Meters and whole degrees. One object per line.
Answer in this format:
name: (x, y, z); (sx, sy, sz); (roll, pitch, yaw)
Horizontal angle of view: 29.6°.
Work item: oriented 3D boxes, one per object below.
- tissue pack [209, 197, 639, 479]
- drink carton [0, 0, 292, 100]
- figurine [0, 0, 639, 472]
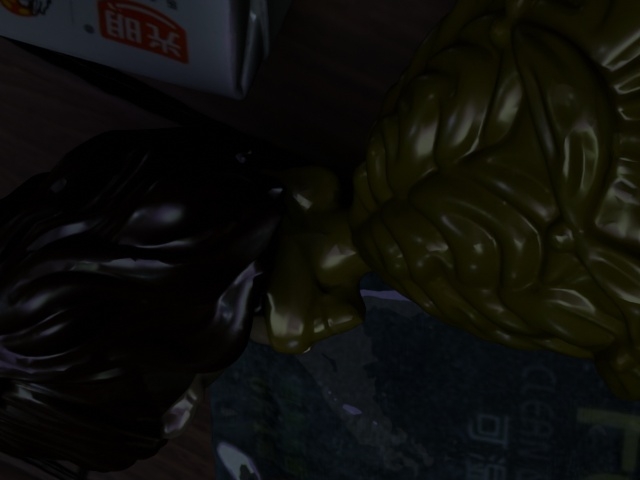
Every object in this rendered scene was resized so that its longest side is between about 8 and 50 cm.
tissue pack: (0.110, 0.103, 0.541); (0.316, 0.103, 0.228); (6, 117, 16)
drink carton: (-0.069, -0.195, 0.386); (0.130, 0.106, 0.315); (18, 146, 11)
figurine: (0.001, 0.000, 0.430); (0.315, 0.168, 0.187); (-18, 105, 20)
